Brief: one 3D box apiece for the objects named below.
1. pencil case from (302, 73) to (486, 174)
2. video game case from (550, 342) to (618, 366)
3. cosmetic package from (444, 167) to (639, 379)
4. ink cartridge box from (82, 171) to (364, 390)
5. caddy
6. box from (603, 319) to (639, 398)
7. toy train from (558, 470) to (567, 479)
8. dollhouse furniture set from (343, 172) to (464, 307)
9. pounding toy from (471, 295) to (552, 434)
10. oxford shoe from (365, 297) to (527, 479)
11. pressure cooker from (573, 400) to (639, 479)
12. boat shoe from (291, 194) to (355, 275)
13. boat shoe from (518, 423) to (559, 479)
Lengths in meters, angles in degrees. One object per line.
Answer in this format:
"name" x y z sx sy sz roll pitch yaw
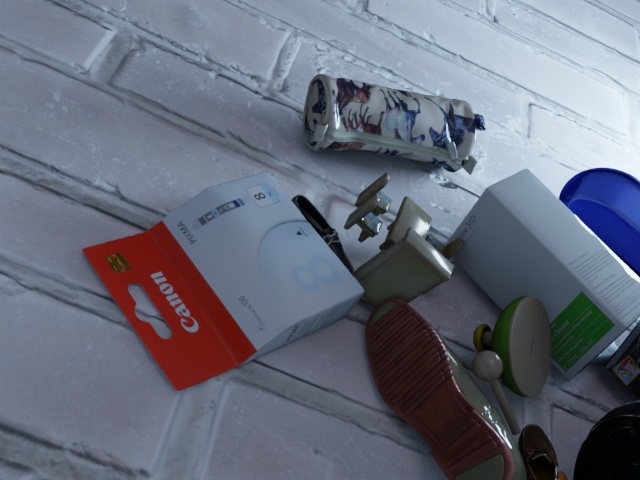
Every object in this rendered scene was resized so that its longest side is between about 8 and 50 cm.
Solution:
"pencil case" 0.151 -0.249 1.894 0.410 0.160 0.183 6 34 -26
"video game case" 0.501 0.171 1.804 0.212 0.023 0.193 1 51 -28
"cosmetic package" 0.445 0.060 1.715 0.155 0.197 0.365 -26 65 -41
"ink cartridge box" -0.158 0.051 1.489 0.385 0.091 0.308 -19 62 -42
"caddy" 0.654 -0.002 1.896 0.341 0.241 0.179 43 50 11
"box" 0.713 0.208 1.746 0.142 0.163 0.247 43 38 24
"toy train" 0.375 0.439 1.465 0.125 0.046 0.166 19 44 -14
"dollhouse furniture set" 0.172 0.000 1.635 0.212 0.161 0.242 41 41 -13
"pounding toy" 0.327 0.209 1.589 0.237 0.110 0.183 -50 125 -42
"oxford shoe" 0.209 0.271 1.496 0.146 0.140 0.397 27 28 -52
"pressure cooker" 0.674 0.411 1.414 0.420 0.375 0.370 -4 64 -25
"boat shoe" 0.000 0.000 1.644 0.075 0.065 0.206 -20 63 -41
"boat shoe" 0.372 0.375 1.469 0.064 0.060 0.178 -1 35 4
